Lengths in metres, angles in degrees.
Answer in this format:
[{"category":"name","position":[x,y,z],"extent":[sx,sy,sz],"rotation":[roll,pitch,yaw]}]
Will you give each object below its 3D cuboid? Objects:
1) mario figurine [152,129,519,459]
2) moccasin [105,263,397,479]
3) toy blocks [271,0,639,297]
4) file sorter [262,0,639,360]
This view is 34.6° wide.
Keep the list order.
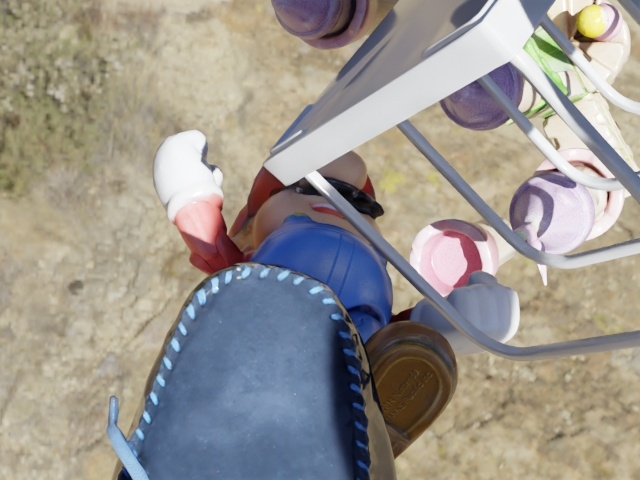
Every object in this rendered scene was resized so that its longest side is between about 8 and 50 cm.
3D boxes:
[{"category":"mario figurine","position":[0.000,0.000,0.638],"extent":[0.170,0.198,0.320],"rotation":[-32,15,5]},{"category":"moccasin","position":[-0.026,0.164,0.358],"extent":[0.138,0.117,0.342],"rotation":[0,69,4]},{"category":"toy blocks","position":[0.138,-0.131,0.701],"extent":[0.260,0.309,0.288],"rotation":[-19,82,-62]},{"category":"file sorter","position":[0.146,-0.100,0.523],"extent":[0.173,0.193,0.277],"rotation":[44,63,-13]}]
